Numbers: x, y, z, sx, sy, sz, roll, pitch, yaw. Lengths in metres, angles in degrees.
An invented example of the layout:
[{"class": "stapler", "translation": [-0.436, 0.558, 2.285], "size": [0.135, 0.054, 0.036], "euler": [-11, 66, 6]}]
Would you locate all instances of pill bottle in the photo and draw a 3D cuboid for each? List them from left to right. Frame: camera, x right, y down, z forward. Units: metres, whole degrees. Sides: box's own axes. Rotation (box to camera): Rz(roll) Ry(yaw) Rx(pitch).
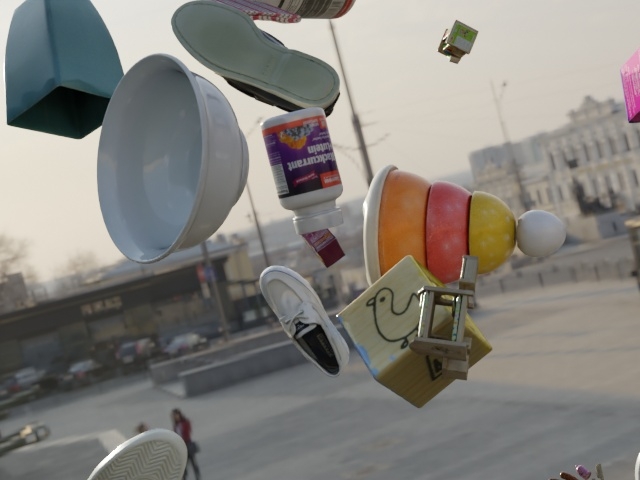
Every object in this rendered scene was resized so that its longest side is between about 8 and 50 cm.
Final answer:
[{"class": "pill bottle", "translation": [-0.096, -0.663, 2.397], "size": [0.363, 0.210, 0.210], "euler": [-9, -2, -37]}, {"class": "pill bottle", "translation": [-0.024, -0.111, 1.552], "size": [0.108, 0.193, 0.108], "euler": [-14, 4, 1]}]

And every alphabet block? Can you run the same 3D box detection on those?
[{"class": "alphabet block", "translation": [0.187, 0.183, 1.900], "size": [0.197, 0.192, 0.193], "euler": [-42, -42, 9]}]

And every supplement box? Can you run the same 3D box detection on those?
[{"class": "supplement box", "translation": [0.000, 0.000, 1.710], "size": [0.043, 0.055, 0.083], "euler": [-36, 47, -7]}, {"class": "supplement box", "translation": [0.616, -0.294, 1.656], "size": [0.111, 0.113, 0.220], "euler": [-4, -12, -4]}]

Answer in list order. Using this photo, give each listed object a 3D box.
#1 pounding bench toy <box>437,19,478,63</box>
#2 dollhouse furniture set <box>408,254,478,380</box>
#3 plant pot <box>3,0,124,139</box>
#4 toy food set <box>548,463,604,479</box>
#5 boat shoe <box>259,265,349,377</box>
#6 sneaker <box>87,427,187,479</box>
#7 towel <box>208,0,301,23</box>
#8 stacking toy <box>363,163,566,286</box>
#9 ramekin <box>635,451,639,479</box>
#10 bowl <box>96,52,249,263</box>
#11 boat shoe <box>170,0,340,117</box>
[{"class": "pounding bench toy", "translation": [0.263, -0.378, 1.883], "size": [0.052, 0.083, 0.065], "euler": [25, -12, -9]}, {"class": "dollhouse furniture set", "translation": [0.230, 0.141, 1.759], "size": [0.101, 0.181, 0.161], "euler": [6, -30, 13]}, {"class": "plant pot", "translation": [-0.478, -0.336, 1.766], "size": [0.166, 0.234, 0.166], "euler": [-25, -21, 35]}, {"class": "toy food set", "translation": [0.507, 0.487, 1.909], "size": [0.122, 0.077, 0.019], "euler": [-20, -42, 23]}, {"class": "boat shoe", "translation": [-0.030, 0.162, 1.909], "size": [0.095, 0.258, 0.084], "euler": [-39, 8, 15]}, {"class": "sneaker", "translation": [-0.353, 0.436, 1.628], "size": [0.350, 0.131, 0.148], "euler": [-48, 12, 10]}, {"class": "towel", "translation": [-0.160, -0.520, 2.168], "size": [0.197, 0.029, 0.144], "euler": [-7, 29, -43]}, {"class": "stacking toy", "translation": [0.364, -0.015, 2.384], "size": [0.480, 0.350, 0.351], "euler": [2, 6, 18]}, {"class": "ramekin", "translation": [0.822, 0.527, 2.130], "size": [0.207, 0.207, 0.109], "euler": [-14, 7, -6]}, {"class": "bowl", "translation": [-0.198, -0.113, 1.387], "size": [0.134, 0.297, 0.298], "euler": [3, -11, -41]}, {"class": "boat shoe", "translation": [-0.114, -0.312, 1.702], "size": [0.340, 0.127, 0.113], "euler": [25, -16, 13]}]
